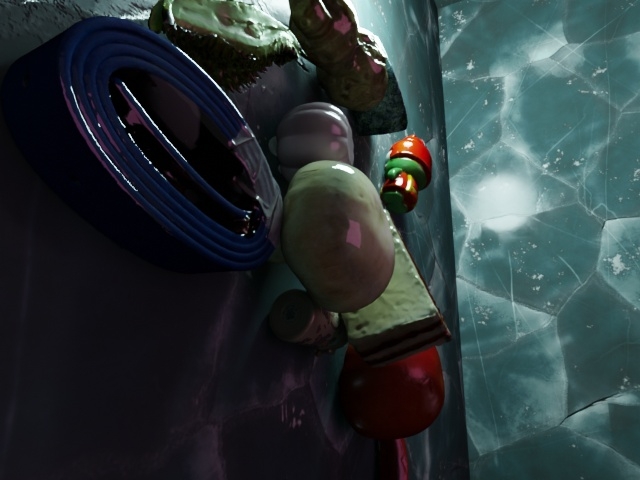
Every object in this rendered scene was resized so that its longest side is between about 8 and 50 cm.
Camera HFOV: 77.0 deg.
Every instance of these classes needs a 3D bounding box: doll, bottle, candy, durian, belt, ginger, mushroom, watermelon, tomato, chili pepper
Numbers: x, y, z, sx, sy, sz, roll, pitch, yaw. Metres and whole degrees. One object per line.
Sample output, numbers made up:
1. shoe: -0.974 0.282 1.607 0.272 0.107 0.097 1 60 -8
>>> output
1. doll: 0.309 -0.256 1.412 0.182 0.160 0.363 51 41 -35
2. bottle: -0.008 0.173 0.799 0.209 0.097 0.110 38 68 -54
3. candy: 0.125 0.094 0.856 0.135 0.179 0.320 55 13 -42
4. durian: -0.135 -0.313 0.648 0.375 0.106 0.132 -30 109 -59
5. belt: -0.186 -0.092 0.503 0.347 0.117 0.212 50 44 -44
6. ginger: 0.037 -0.459 0.952 0.375 0.176 0.256 18 51 -58
7. mushroom: 0.000 0.000 0.701 0.254 0.234 0.260 6 73 -66
8. watermelon: 0.150 -0.456 1.232 0.226 0.148 0.318 23 49 -78
9. tomato: 0.182 0.334 0.985 0.298 0.226 0.298 25 60 -55
10. chili pepper: 0.177 0.611 1.087 0.137 0.092 0.368 23 56 -38

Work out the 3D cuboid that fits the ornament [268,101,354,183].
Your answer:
1. ornament: -0.018 -0.182 0.807 0.177 0.177 0.177 20 67 -59
